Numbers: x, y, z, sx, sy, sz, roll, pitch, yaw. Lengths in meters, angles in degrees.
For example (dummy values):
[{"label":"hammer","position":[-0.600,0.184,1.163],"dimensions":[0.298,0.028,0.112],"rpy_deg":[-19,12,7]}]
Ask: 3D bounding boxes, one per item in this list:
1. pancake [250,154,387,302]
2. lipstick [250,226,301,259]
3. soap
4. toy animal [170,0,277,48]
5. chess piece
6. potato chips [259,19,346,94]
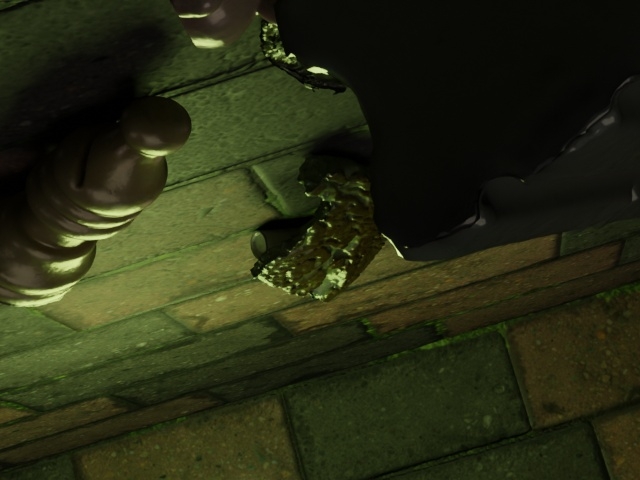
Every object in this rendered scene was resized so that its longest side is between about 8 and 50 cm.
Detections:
[{"label":"pancake","position":[-0.002,-0.005,1.628],"dimensions":[0.197,0.054,0.376],"rpy_deg":[-23,156,-19]},{"label":"lipstick","position":[-0.023,0.001,1.733],"dimensions":[0.141,0.040,0.040],"rpy_deg":[-4,161,-35]},{"label":"soap","position":[0.239,-0.166,0.847],"dimensions":[0.435,0.213,0.350],"rpy_deg":[-12,160,-46]},{"label":"toy animal","position":[-0.011,-0.207,0.874],"dimensions":[0.212,0.124,0.124],"rpy_deg":[-24,164,6]},{"label":"chess piece","position":[-0.219,-0.046,1.258],"dimensions":[0.139,0.124,0.307],"rpy_deg":[30,137,-26]},{"label":"potato chips","position":[0.040,-0.190,1.150],"dimensions":[0.202,0.029,0.220],"rpy_deg":[-10,161,-20]}]
